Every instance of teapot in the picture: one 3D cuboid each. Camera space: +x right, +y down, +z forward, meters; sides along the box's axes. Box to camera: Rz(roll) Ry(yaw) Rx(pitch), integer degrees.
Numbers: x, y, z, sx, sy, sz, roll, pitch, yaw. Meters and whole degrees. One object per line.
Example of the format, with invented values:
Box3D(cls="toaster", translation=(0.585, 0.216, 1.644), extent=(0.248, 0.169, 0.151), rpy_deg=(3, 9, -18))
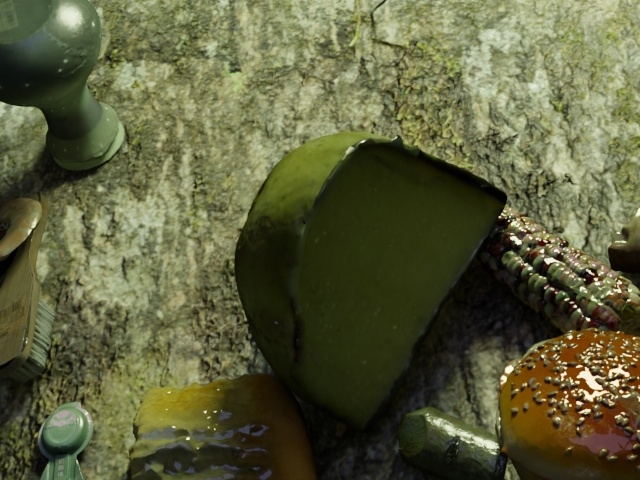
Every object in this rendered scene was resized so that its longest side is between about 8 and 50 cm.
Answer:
Box3D(cls="teapot", translation=(-0.348, -0.207, 1.930), extent=(0.183, 0.251, 0.184), rpy_deg=(-8, 51, 10))

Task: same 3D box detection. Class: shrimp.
Box3D(cls="shrimp", translation=(-0.450, 0.016, 1.882), extent=(0.219, 0.046, 0.152), rpy_deg=(-17, 35, 20))

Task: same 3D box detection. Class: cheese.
Box3D(cls="cheese", translation=(-0.294, 0.236, 1.693), extent=(0.067, 0.026, 0.121), rpy_deg=(-9, 49, 9))

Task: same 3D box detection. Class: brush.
Box3D(cls="brush", translation=(-0.364, 0.060, 1.847), extent=(0.070, 0.065, 0.327), rpy_deg=(-28, 37, 18))

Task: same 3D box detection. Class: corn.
Box3D(cls="corn", translation=(0.255, 0.041, 1.660), extent=(0.092, 0.092, 0.280), rpy_deg=(-38, 46, -16))

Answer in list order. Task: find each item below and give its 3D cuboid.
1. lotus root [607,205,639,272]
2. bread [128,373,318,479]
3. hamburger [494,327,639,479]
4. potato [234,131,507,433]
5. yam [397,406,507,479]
Box3D(cls="lotus root", translation=(0.459, -0.049, 1.681), extent=(0.170, 0.074, 0.261), rpy_deg=(22, 61, 27))
Box3D(cls="bread", translation=(-0.095, 0.253, 1.536), extent=(0.204, 0.163, 0.262), rpy_deg=(-6, 63, -3))
Box3D(cls="hamburger", translation=(0.280, 0.179, 1.462), extent=(0.236, 0.147, 0.237), rpy_deg=(-11, 22, 5))
Box3D(cls="potato", translation=(0.000, 0.000, 1.612), extent=(0.212, 0.280, 0.330), rpy_deg=(19, 73, 41))
Box3D(cls="yam", translation=(0.140, 0.221, 1.549), extent=(0.146, 0.070, 0.070), rpy_deg=(22, 60, 29))
